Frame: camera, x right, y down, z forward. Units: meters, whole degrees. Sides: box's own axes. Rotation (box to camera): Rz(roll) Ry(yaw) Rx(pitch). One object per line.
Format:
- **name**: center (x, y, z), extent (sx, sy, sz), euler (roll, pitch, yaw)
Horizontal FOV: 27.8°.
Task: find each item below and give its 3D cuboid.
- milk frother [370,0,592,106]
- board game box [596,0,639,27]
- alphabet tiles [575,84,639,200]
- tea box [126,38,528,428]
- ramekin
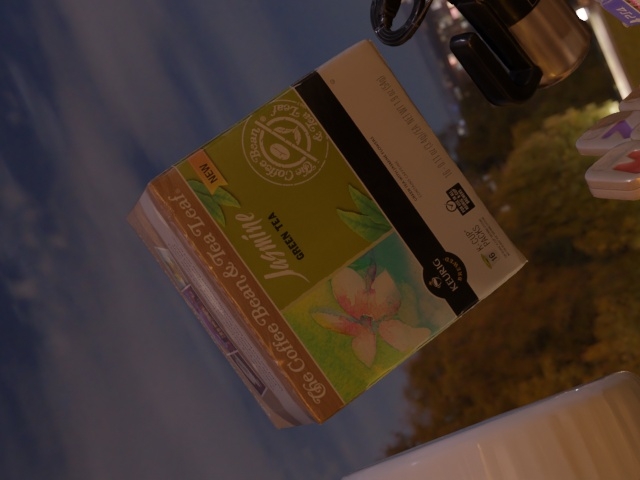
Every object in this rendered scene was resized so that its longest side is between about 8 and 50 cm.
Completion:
- **milk frother**: center (0.137, -0.192, 1.136), extent (0.135, 0.129, 0.143), euler (43, 168, -37)
- **board game box**: center (0.370, -0.313, 1.157), extent (0.232, 0.291, 0.141), euler (12, -107, -57)
- **alphabet tiles**: center (0.338, -0.120, 1.002), extent (0.278, 0.284, 0.021), euler (9, 134, 60)
- **tea box**: center (0.000, 0.000, 1.536), extent (0.329, 0.323, 0.220), euler (54, 163, -1)
- **ramekin**: center (0.146, 0.200, 0.971), extent (0.277, 0.277, 0.135), euler (27, -138, -77)
